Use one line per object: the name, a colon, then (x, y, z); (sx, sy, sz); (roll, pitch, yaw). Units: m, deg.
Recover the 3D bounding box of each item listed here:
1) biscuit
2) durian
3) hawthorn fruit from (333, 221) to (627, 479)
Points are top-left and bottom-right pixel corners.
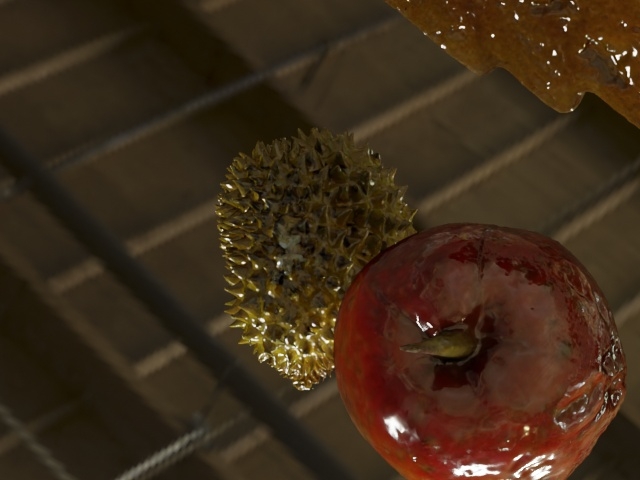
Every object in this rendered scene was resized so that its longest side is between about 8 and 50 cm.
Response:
biscuit: (0.175, -0.206, 1.490); (0.301, 0.278, 0.043); (7, -146, 28)
durian: (-0.009, -0.002, 1.859); (0.138, 0.183, 0.250); (39, -138, -61)
hawthorn fruit: (0.136, 0.100, 1.668); (0.258, 0.262, 0.258); (6, -114, -15)
